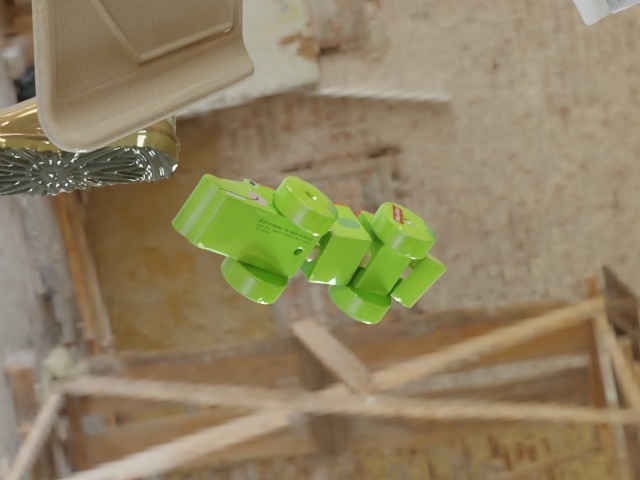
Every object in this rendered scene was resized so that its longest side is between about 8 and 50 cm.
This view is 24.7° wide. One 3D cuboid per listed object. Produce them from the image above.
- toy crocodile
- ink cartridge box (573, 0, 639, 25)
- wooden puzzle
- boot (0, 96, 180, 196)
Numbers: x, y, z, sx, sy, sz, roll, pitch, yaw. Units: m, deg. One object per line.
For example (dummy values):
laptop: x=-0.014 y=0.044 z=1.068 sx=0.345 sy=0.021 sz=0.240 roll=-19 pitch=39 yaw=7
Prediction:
toy crocodile: x=0.000 y=0.000 z=1.459 sx=0.115 sy=0.341 sz=0.105 roll=-58 pitch=-138 yaw=22
ink cartridge box: x=0.336 y=-0.311 z=1.536 sx=0.104 sy=0.180 sz=0.060 roll=61 pitch=-25 yaw=-9
wooden puzzle: x=-0.111 y=-0.193 z=0.884 sx=0.221 sy=0.044 sz=0.238 roll=-35 pitch=127 yaw=-56
boot: x=-0.231 y=-0.176 z=1.359 sx=0.089 sy=0.236 sz=0.269 roll=88 pitch=1 yaw=-62
